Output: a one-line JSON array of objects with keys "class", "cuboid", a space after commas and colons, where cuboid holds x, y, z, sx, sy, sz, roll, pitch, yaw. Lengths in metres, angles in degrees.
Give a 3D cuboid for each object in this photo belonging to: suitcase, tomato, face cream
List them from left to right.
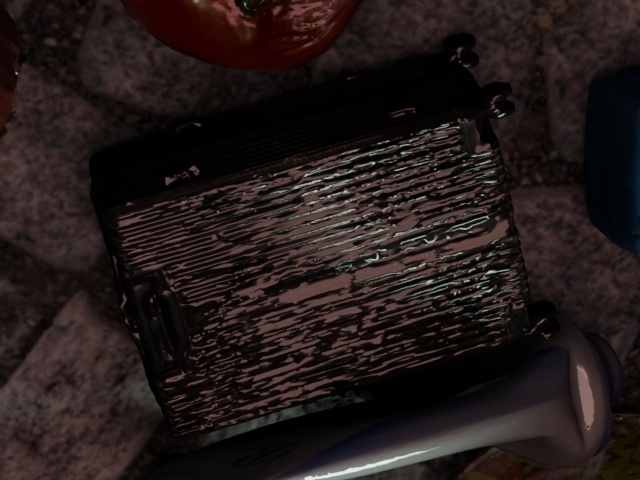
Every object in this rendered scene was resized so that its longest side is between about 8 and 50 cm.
[{"class": "tomato", "cuboid": [-0.050, -0.225, 1.395, 0.228, 0.101, 0.228, -5, 118, -10]}, {"class": "suitcase", "cuboid": [0.000, 0.000, 1.482, 0.335, 0.152, 0.229, -16, 115, -3]}, {"class": "face cream", "cuboid": [0.061, 0.158, 1.516, 0.420, 0.235, 0.137, -14, 93, -24]}]

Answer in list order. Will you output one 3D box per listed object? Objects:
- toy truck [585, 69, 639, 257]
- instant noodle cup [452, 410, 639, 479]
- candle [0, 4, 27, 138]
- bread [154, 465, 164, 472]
[{"class": "toy truck", "cuboid": [0.419, -0.076, 1.539, 0.385, 0.161, 0.162, -8, 106, -8]}, {"class": "instant noodle cup", "cuboid": [0.268, 0.352, 1.625, 0.340, 0.340, 0.266, -15, 127, -6]}, {"class": "candle", "cuboid": [-0.327, -0.111, 1.305, 0.131, 0.317, 0.287, 54, 53, -23]}, {"class": "bread", "cuboid": [-0.131, 0.296, 1.616, 0.114, 0.083, 0.211, 23, 107, -16]}]
